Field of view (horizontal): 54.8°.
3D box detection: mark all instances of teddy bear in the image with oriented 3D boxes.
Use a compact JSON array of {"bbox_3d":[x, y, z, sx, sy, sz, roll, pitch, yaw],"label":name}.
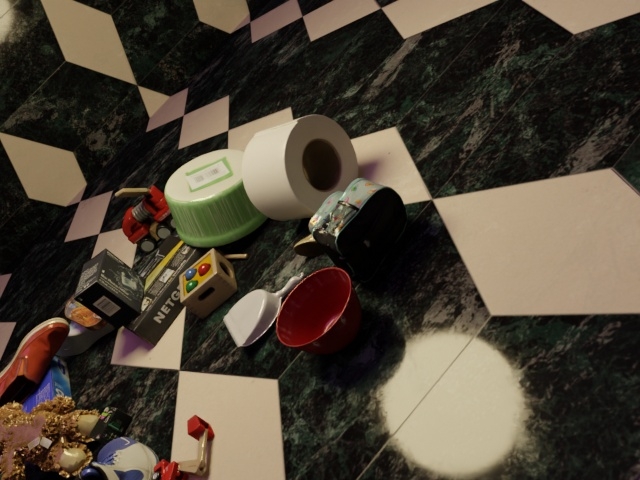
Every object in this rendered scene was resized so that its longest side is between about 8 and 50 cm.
[{"bbox_3d":[-0.708,0.509,1.571,0.338,0.113,0.245,-14,56,7],"label":"teddy bear"}]

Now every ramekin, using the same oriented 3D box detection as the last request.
[{"bbox_3d":[-0.295,-0.132,1.765,0.304,0.148,0.303,-13,37,10],"label":"ramekin"}]

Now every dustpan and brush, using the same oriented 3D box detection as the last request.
[{"bbox_3d":[-0.122,0.145,1.428,0.211,0.060,0.147,-51,32,3],"label":"dustpan and brush"}]

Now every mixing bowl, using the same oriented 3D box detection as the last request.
[{"bbox_3d":[0.013,0.154,1.203,0.181,0.098,0.181,-31,33,22],"label":"mixing bowl"}]

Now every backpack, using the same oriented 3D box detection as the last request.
[{"bbox_3d":[0.083,-0.033,1.279,0.188,0.166,0.144,-47,40,-9],"label":"backpack"}]

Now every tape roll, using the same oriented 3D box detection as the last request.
[{"bbox_3d":[-0.049,-0.175,1.531,0.169,0.246,0.246,-6,48,48],"label":"tape roll"}]

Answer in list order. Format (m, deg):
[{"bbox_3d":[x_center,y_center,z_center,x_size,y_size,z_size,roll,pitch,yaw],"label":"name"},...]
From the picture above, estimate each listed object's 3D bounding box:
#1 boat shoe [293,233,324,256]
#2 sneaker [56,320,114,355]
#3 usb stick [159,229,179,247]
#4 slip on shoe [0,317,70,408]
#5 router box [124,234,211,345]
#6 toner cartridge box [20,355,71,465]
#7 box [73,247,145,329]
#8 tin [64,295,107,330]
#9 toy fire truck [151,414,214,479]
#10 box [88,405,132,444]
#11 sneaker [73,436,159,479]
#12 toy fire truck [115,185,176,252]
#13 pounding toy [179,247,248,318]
[{"bbox_3d":[0.000,0.000,1.457,0.136,0.050,0.045,-16,37,24],"label":"boat shoe"},{"bbox_3d":[-0.758,0.265,1.983,0.256,0.094,0.151,-28,39,9],"label":"sneaker"},{"bbox_3d":[-0.413,-0.050,2.004,0.278,0.045,0.077,-38,24,11],"label":"usb stick"},{"bbox_3d":[-0.855,0.377,1.820,0.101,0.123,0.331,25,70,34],"label":"slip on shoe"},{"bbox_3d":[-0.464,0.135,1.806,0.243,0.081,0.308,10,60,54],"label":"router box"},{"bbox_3d":[-0.819,0.484,1.816,0.165,0.075,0.348,-46,31,-4],"label":"toner cartridge box"},{"bbox_3d":[-0.580,0.133,1.712,0.093,0.156,0.158,-36,32,14],"label":"box"},{"bbox_3d":[-0.711,0.214,1.903,0.190,0.040,0.106,15,66,36],"label":"tin"},{"bbox_3d":[-0.269,0.457,1.224,0.135,0.047,0.192,-39,32,7],"label":"toy fire truck"},{"bbox_3d":[-0.513,0.456,1.509,0.062,0.052,0.083,-8,47,47],"label":"box"},{"bbox_3d":[-0.422,0.485,1.241,0.127,0.182,0.315,-46,31,-5],"label":"sneaker"},{"bbox_3d":[-0.602,-0.098,2.086,0.217,0.246,0.158,-35,32,15],"label":"toy fire truck"},{"bbox_3d":[-0.290,0.074,1.661,0.181,0.094,0.206,-39,32,9],"label":"pounding toy"}]
